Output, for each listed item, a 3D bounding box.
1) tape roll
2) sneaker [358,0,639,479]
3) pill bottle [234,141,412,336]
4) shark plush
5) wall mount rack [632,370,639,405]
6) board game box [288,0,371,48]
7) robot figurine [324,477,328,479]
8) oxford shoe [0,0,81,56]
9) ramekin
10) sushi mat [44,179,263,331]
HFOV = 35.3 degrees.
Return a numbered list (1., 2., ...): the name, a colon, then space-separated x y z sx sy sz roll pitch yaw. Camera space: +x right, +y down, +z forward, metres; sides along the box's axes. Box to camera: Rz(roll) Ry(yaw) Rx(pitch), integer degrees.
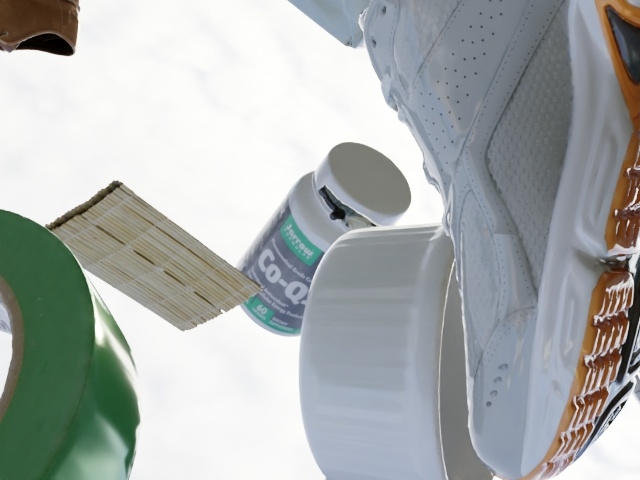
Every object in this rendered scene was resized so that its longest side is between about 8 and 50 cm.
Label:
1. tape roll: -0.268 0.117 0.585 0.321 0.077 0.321 -9 -135 9
2. sneaker: 0.069 -0.045 0.380 0.121 0.262 0.099 7 180 31
3. pill bottle: 0.000 0.000 1.834 0.204 0.361 0.204 21 -138 -20
4. shark plush: 0.056 0.002 1.182 0.161 0.073 0.067 31 -162 2
5. wall mount rack: 0.451 0.104 1.406 0.350 0.130 0.304 54 -164 -24
6. board game box: 0.046 -0.279 0.942 0.224 0.097 0.303 42 -152 17
7. robot figurine: 0.014 0.414 1.093 0.300 0.200 0.353 16 -114 17
8. oxford shoe: -0.322 -0.223 0.969 0.212 0.076 0.076 4 -105 -43
9. ramekin: 0.085 0.113 0.949 0.135 0.277 0.277 1 -151 22
10. sushi mat: -0.223 0.031 1.355 0.316 0.151 0.019 41 -153 -47
